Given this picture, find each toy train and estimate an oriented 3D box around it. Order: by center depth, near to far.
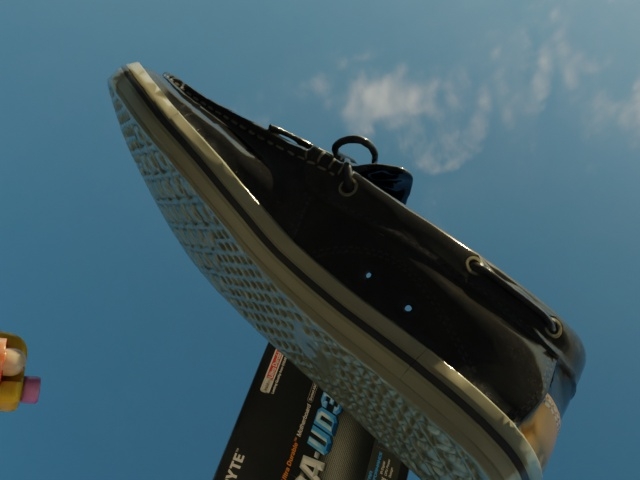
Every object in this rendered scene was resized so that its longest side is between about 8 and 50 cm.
[{"bbox_3d":[-0.253,0.076,0.420,0.125,0.046,0.166,-15,-118,-39],"label":"toy train"}]

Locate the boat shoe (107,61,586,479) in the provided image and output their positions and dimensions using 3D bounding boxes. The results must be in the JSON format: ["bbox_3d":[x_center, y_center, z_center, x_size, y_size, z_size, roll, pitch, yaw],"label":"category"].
[{"bbox_3d":[0.000,0.000,0.565,0.500,0.186,0.156,40,-115,22],"label":"boat shoe"}]

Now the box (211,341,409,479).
[{"bbox_3d":[-0.005,0.216,0.639,0.175,0.051,0.220,22,-126,0],"label":"box"}]
